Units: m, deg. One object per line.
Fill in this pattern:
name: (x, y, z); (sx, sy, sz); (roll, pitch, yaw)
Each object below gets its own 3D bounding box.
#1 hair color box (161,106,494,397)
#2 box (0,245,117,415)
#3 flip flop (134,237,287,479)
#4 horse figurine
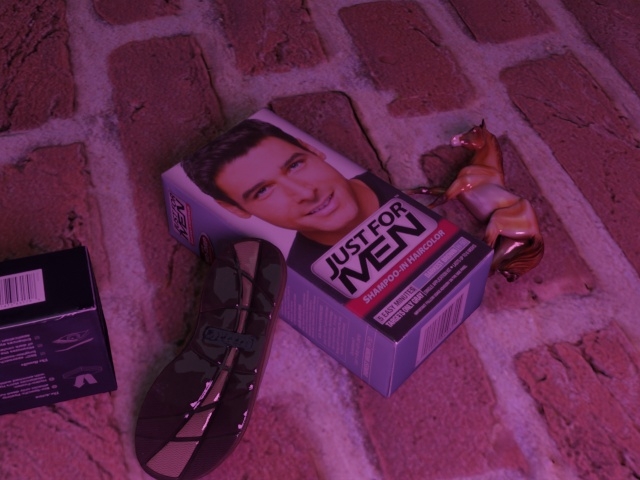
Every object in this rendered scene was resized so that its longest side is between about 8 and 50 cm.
hair color box: (0.000, 0.000, 1.061); (0.374, 0.114, 0.185); (34, 55, 26)
box: (-0.310, 0.101, 0.926); (0.156, 0.158, 0.093); (-11, 50, -12)
flip flop: (-0.108, 0.130, 0.938); (0.112, 0.080, 0.277); (16, 71, 9)
horse figurine: (0.211, -0.036, 1.136); (0.174, 0.066, 0.263); (-23, 50, -14)
